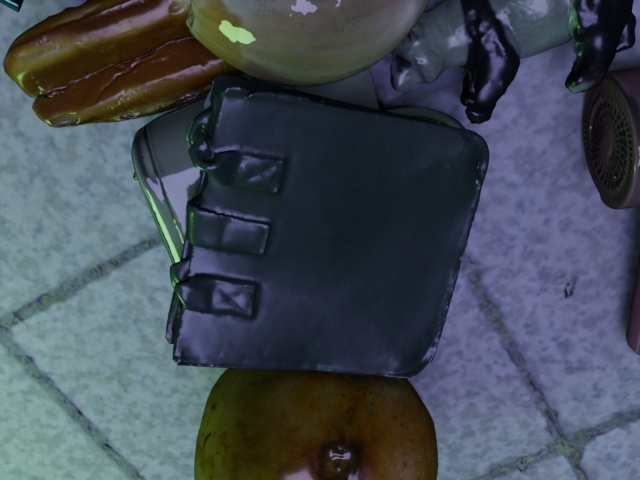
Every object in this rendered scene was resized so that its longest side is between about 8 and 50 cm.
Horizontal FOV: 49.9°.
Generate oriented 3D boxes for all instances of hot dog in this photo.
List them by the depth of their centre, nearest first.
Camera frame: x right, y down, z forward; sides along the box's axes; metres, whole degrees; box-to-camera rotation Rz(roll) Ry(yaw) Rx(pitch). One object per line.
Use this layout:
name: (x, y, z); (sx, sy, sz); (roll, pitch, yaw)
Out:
hot dog: (-0.141, -0.171, 0.607); (0.268, 0.072, 0.115); (-16, 116, 4)

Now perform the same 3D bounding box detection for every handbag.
handbag: (0.000, -0.001, 0.609); (0.259, 0.079, 0.248); (7, 109, -21)
handbag: (-0.008, -0.059, 0.680); (0.315, 0.109, 0.241); (-20, 117, -6)

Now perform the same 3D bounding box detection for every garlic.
garlic: (0.012, -0.218, 0.532); (0.164, 0.145, 0.245); (45, 74, -3)

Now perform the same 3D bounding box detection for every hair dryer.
hair dryer: (0.377, -0.014, 0.689); (0.210, 0.125, 0.353); (-8, 127, 1)

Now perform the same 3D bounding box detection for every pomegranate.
pomegranate: (-0.006, 0.226, 0.722); (0.260, 0.260, 0.261); (0, 117, -1)

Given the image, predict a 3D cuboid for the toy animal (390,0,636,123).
toy animal: (0.167, -0.180, 0.597); (0.225, 0.094, 0.121); (-19, 114, 10)

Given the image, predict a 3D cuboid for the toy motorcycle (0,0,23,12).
toy motorcycle: (-0.213, -0.265, 0.552); (0.254, 0.092, 0.136); (-15, 126, -4)
